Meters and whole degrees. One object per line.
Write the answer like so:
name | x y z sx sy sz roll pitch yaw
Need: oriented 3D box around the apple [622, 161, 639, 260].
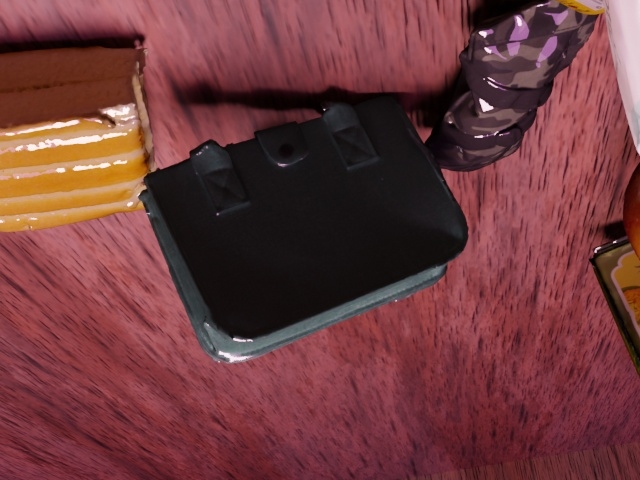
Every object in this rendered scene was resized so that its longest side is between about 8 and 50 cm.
apple | 0.554 -0.039 1.206 0.288 0.288 0.317 4 162 -22

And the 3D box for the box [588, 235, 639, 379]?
box | 0.653 0.101 1.353 0.420 0.373 0.138 -24 131 15

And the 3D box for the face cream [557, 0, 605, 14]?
face cream | 0.133 -0.292 0.781 0.349 0.105 0.105 12 148 -35

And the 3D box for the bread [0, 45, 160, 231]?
bread | -0.299 -0.105 1.032 0.246 0.111 0.239 -8 157 -7

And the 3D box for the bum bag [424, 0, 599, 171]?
bum bag | 0.204 -0.168 1.066 0.144 0.095 0.340 -16 158 -18

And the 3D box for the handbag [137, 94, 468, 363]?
handbag | -0.014 -0.022 1.054 0.326 0.238 0.089 -21 166 -20

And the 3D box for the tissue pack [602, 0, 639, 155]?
tissue pack | 0.328 -0.256 0.677 0.266 0.194 0.356 -12 130 20
